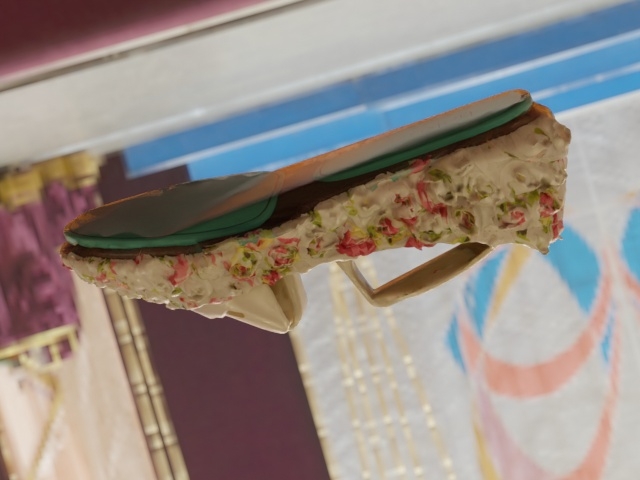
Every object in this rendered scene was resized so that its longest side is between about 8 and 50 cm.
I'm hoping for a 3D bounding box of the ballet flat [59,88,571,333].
[{"bbox_3d":[0.000,0.000,0.759,0.240,0.077,0.091,-14,-161,15],"label":"ballet flat"}]
